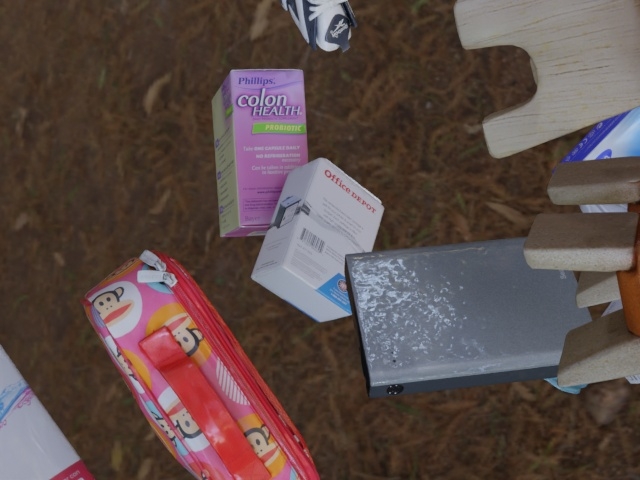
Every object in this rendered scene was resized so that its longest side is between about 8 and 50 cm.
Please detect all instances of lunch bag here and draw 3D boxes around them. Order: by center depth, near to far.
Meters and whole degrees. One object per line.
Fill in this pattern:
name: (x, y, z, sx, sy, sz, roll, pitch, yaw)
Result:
lunch bag: (-0.126, 0.150, 0.965, 0.293, 0.120, 0.258, 57, 167, -7)

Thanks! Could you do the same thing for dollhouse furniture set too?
dollhouse furniture set: (0.154, -0.110, 0.419, 0.135, 0.259, 0.262, -10, 107, 25)

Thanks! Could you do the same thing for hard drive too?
hard drive: (0.087, 0.042, 0.563, 0.022, 0.135, 0.094, 91, 171, -49)

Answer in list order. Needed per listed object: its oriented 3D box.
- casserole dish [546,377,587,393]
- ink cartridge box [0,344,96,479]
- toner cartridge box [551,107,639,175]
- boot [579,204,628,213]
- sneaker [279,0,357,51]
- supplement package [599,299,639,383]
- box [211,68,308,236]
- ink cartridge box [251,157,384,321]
casserole dish: (0.203, 0.066, 0.927, 0.037, 0.114, 0.188, -52, 43, 25)
ink cartridge box: (-0.395, 0.271, 1.193, 0.306, 0.131, 0.226, 52, 153, 15)
toner cartridge box: (0.611, -0.190, 1.772, 0.348, 0.165, 0.075, -50, 15, 27)
boot: (0.398, -0.035, 1.016, 0.258, 0.095, 0.123, 37, 134, 36)
sneaker: (0.012, -0.359, 1.413, 0.153, 0.094, 0.235, 59, 157, -3)
supplement package: (0.616, 0.154, 1.651, 0.134, 0.139, 0.244, 49, 154, -12)
box: (-0.099, -0.134, 1.551, 0.213, 0.117, 0.243, 162, 104, -75)
ink cartridge box: (0.000, 0.000, 1.378, 0.082, 0.139, 0.191, -21, 42, 46)
